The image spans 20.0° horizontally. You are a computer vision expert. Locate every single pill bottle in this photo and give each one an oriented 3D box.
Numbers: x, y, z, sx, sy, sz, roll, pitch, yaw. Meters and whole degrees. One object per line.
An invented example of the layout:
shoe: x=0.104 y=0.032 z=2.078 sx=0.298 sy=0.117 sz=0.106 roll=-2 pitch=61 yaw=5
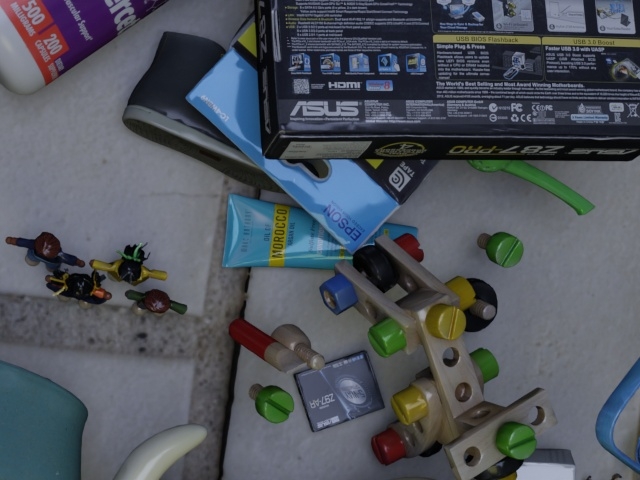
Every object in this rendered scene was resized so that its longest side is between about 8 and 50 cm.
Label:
pill bottle: x=-0.231 y=-0.305 z=1.861 sx=0.323 sy=0.181 sz=0.181 roll=-36 pitch=93 yaw=-9

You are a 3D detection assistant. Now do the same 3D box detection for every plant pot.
plant pot: x=-0.354 y=0.254 z=1.779 sx=0.271 sy=0.271 sz=0.255 roll=19 pitch=69 yaw=-8

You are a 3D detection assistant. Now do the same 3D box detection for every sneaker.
sneaker: x=-0.088 y=-0.136 z=1.925 sx=0.222 sy=0.083 sz=0.118 roll=24 pitch=76 yaw=-11

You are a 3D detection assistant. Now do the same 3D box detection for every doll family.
doll family: x=-0.231 y=0.035 z=1.875 sx=0.193 sy=0.111 sz=0.076 roll=6 pitch=86 yaw=-9

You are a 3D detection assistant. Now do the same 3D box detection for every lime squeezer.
lime squeezer: x=0.180 y=-0.143 z=1.877 sx=0.110 sy=0.059 sz=0.310 roll=-30 pitch=99 yaw=-12

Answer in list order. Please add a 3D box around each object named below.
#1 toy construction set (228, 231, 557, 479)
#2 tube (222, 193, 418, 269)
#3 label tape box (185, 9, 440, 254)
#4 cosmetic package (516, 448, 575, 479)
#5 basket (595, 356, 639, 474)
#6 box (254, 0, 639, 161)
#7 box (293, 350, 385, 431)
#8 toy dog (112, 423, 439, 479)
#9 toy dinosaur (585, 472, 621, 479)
toy construction set: x=0.091 y=0.134 z=1.815 sx=0.309 sy=0.237 sz=0.257 roll=0 pitch=103 yaw=-27
tube: x=0.000 y=0.000 z=1.952 sx=0.207 sy=0.052 sz=0.080 roll=6 pitch=74 yaw=-3
label tape box: x=0.051 y=-0.194 z=1.929 sx=0.249 sy=0.115 sz=0.348 roll=42 pitch=83 yaw=-10
cosmetic package: x=0.230 y=0.341 z=1.916 sx=0.085 sy=0.117 sz=0.231 roll=1 pitch=92 yaw=6
basket: x=0.434 y=0.177 z=1.915 sx=0.255 sy=0.201 sz=0.289 roll=-52 pitch=126 yaw=-9
box: x=0.131 y=-0.240 z=1.805 sx=0.395 sy=0.097 sz=0.318 roll=-1 pitch=78 yaw=-13
box: x=0.020 y=0.163 z=1.956 sx=0.083 sy=0.018 sz=0.067 roll=-17 pitch=89 yaw=-10
toy dog: x=-0.018 y=0.359 z=1.821 sx=0.408 sy=0.284 sz=0.395 roll=-9 pitch=90 yaw=-16
toy dinosaur: x=0.336 y=0.315 z=1.992 sx=0.183 sy=0.053 sz=0.093 roll=33 pitch=97 yaw=2
